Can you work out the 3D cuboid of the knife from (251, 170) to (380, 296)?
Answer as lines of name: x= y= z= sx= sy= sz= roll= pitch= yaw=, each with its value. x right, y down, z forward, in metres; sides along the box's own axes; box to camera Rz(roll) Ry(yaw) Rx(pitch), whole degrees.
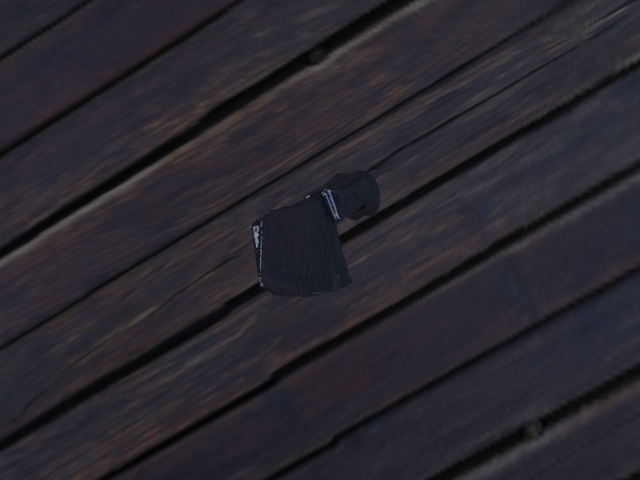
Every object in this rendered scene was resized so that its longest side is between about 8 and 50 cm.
knife: x=0.000 y=0.000 z=0.843 sx=0.028 sy=0.230 sz=0.060 roll=-19 pitch=93 yaw=16
